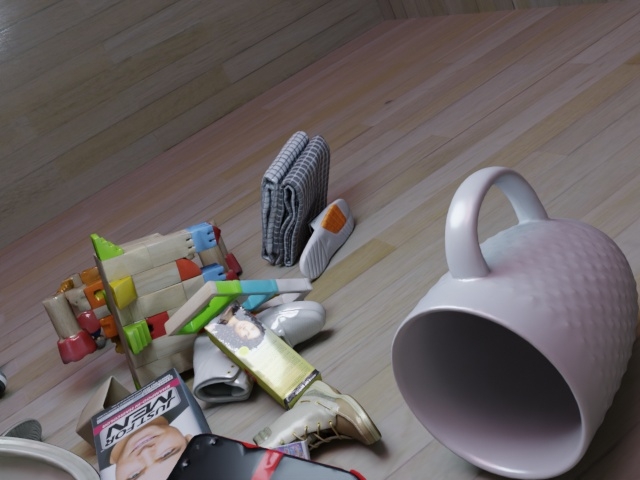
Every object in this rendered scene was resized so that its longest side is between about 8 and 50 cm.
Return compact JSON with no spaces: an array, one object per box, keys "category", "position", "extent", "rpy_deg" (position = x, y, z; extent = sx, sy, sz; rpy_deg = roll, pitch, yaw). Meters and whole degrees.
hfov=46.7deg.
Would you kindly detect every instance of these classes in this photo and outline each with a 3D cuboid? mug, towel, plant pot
[{"category":"mug","position":[0.280,0.077,1.035],"extent":[0.276,0.374,0.328],"rpy_deg":[-8,24,45]},{"category":"towel","position":[-0.061,-0.099,1.865],"extent":[0.121,0.284,0.235],"rpy_deg":[14,42,11]},{"category":"plant pot","position":[-0.432,0.365,1.511],"extent":[0.096,0.109,0.109],"rpy_deg":[-36,23,11]}]

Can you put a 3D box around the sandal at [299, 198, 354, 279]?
[{"category":"sandal","position":[-0.005,-0.008,1.811],"extent":[0.076,0.102,0.265],"rpy_deg":[-4,35,36]}]

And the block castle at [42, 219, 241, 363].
[{"category":"block castle","position":[-0.416,0.137,1.821],"extent":[0.453,0.213,0.303],"rpy_deg":[-22,12,-5]}]

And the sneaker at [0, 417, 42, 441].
[{"category":"sneaker","position":[-0.712,0.468,1.601],"extent":[0.118,0.083,0.222],"rpy_deg":[-5,33,40]}]

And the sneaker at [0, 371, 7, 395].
[{"category":"sneaker","position":[-0.924,0.351,2.012],"extent":[0.295,0.124,0.178],"rpy_deg":[-14,37,28]}]

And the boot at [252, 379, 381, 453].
[{"category":"boot","position":[-0.010,0.318,1.205],"extent":[0.165,0.077,0.213],"rpy_deg":[-36,21,-20]}]

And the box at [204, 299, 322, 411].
[{"category":"box","position":[-0.108,0.215,1.383],"extent":[0.232,0.058,0.087],"rpy_deg":[36,65,26]}]

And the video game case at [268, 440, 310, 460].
[{"category":"video game case","position":[-0.069,0.369,1.164],"extent":[0.122,0.087,0.011],"rpy_deg":[-18,-14,19]}]

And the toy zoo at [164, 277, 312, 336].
[{"category":"toy zoo","position":[-0.149,0.136,1.532],"extent":[0.293,0.030,0.192],"rpy_deg":[1,-31,-42]}]

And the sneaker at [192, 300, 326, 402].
[{"category":"sneaker","position":[-0.119,0.233,1.474],"extent":[0.292,0.108,0.169],"rpy_deg":[-21,36,11]}]

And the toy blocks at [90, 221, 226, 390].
[{"category":"toy blocks","position":[-0.312,0.128,1.599],"extent":[0.260,0.381,0.190],"rpy_deg":[-20,17,-23]}]

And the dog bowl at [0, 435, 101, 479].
[{"category":"dog bowl","position":[-0.557,0.465,1.172],"extent":[0.407,0.150,0.408],"rpy_deg":[9,10,-2]}]

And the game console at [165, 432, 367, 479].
[{"category":"game console","position":[-0.123,0.448,0.967],"extent":[0.342,0.060,0.387],"rpy_deg":[3,45,33]}]

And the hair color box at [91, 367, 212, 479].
[{"category":"hair color box","position":[-0.275,0.386,1.290],"extent":[0.185,0.114,0.374],"rpy_deg":[-31,25,-10]}]
